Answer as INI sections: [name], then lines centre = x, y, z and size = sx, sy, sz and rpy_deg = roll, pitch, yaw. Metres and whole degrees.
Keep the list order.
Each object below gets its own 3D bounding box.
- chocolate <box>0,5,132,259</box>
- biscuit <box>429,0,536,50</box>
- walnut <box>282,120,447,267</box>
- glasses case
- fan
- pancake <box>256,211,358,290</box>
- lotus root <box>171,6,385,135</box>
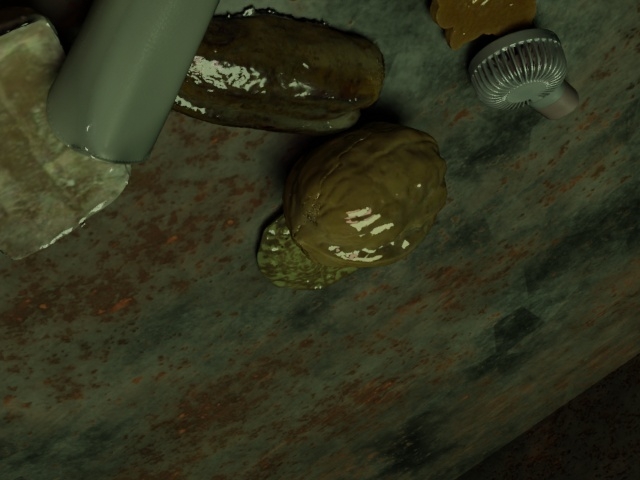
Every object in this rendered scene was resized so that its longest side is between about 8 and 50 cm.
[chocolate]
centre = -0.326, -0.113, 0.883
size = 0.185, 0.100, 0.303
rpy_deg = -37, 149, -14
[biscuit]
centre = 0.200, -0.323, 1.044
size = 0.162, 0.035, 0.250
rpy_deg = -46, 145, 16
[walnut]
centre = 0.060, -0.060, 1.136
size = 0.245, 0.198, 0.198
rpy_deg = -29, 147, -24
[glasses case]
centre = -0.166, -0.224, 0.824
size = 0.308, 0.083, 0.128
rpy_deg = -65, 159, 1
[fan]
centre = 0.307, -0.229, 1.198
size = 0.130, 0.074, 0.244
rpy_deg = -26, 158, 29
[pancake]
centre = 0.000, 0.000, 1.306
size = 0.212, 0.029, 0.235
rpy_deg = -6, 138, -26
[lotus root]
centre = -0.056, -0.187, 1.003
size = 0.330, 0.078, 0.167
rpy_deg = -2, 134, -33
